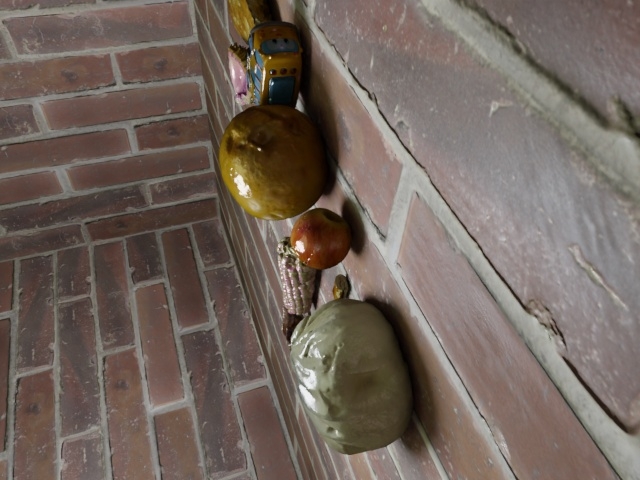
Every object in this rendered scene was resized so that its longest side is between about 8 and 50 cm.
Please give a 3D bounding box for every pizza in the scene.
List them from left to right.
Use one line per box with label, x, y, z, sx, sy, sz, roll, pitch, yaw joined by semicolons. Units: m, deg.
pizza;-0.194;-0.629;1.509;0.268;0.087;0.258;133;119;-73

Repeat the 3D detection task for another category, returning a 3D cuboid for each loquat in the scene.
loquat;-0.119;-0.184;1.288;0.284;0.276;0.276;124;132;-73

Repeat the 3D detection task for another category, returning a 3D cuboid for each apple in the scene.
apple;0.000;0.000;1.195;0.146;0.146;0.146;167;90;-75

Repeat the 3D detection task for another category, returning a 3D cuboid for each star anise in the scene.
star anise;-0.059;0.351;1.784;0.292;0.109;0.349;55;165;39

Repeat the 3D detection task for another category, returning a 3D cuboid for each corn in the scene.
corn;-0.067;0.110;1.608;0.335;0.126;0.127;92;159;-54

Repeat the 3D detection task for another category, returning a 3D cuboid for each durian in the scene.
durian;-0.208;-0.504;1.594;0.341;0.112;0.191;-140;42;-72

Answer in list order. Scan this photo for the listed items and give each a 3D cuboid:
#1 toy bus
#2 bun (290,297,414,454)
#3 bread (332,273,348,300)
toy bus;-0.107;-0.407;1.277;0.209;0.126;0.136;106;152;-55
bun;0.046;0.296;1.149;0.360;0.211;0.360;166;90;-76
bread;0.050;0.123;1.332;0.083;0.036;0.047;100;161;-59
